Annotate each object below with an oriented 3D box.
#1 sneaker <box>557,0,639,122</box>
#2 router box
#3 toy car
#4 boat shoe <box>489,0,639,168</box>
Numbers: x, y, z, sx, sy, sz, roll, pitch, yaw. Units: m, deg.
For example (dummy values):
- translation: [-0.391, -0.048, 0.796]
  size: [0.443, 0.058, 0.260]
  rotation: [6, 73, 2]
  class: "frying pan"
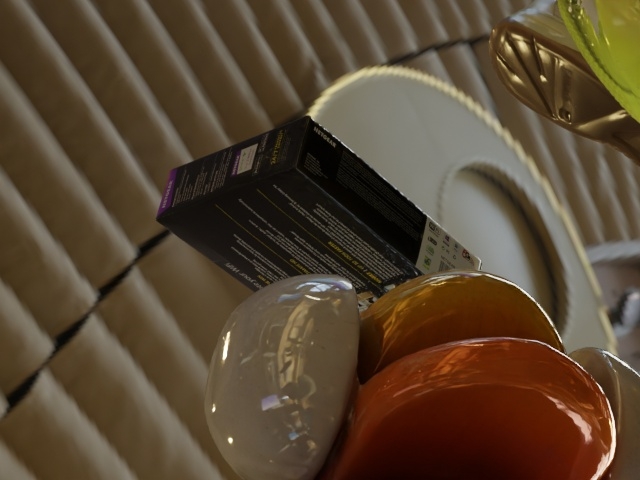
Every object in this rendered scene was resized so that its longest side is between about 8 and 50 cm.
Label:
- translation: [0.203, -0.044, 0.585]
  size: [0.240, 0.126, 0.091]
  rotation: [58, -174, 5]
  class: "sneaker"
- translation: [0.000, 0.000, 0.979]
  size: [0.179, 0.133, 0.046]
  rotation: [39, -129, -33]
  class: "router box"
- translation: [0.035, 0.105, 0.476]
  size: [0.159, 0.182, 0.136]
  rotation: [15, -167, -15]
  class: "toy car"
- translation: [0.251, -0.096, 1.022]
  size: [0.285, 0.104, 0.089]
  rotation: [37, -118, 24]
  class: "boat shoe"
